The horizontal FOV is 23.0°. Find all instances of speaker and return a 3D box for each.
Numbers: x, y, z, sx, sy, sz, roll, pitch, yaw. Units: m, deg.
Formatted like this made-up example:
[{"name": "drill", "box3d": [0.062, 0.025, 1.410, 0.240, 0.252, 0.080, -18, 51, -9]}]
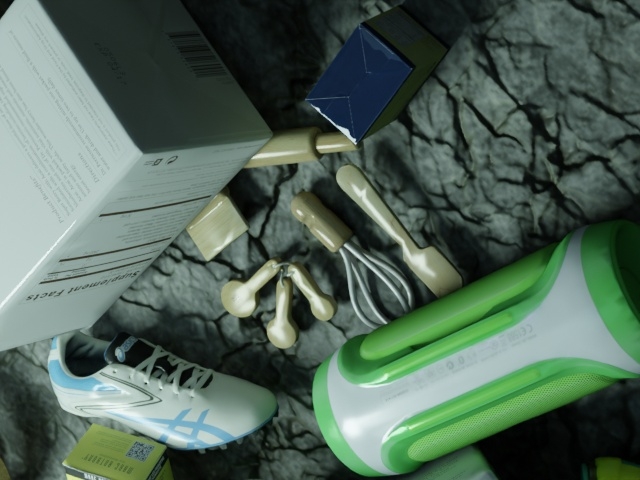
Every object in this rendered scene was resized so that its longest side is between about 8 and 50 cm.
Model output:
[{"name": "speaker", "box3d": [0.138, 0.091, 1.257, 0.296, 0.131, 0.131, -28, 94, 32]}]

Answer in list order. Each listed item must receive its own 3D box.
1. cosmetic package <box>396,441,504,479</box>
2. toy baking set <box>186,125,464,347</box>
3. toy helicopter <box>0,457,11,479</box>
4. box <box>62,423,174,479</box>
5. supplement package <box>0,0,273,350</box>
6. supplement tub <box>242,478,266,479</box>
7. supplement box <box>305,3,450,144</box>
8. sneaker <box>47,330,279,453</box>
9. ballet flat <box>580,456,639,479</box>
[{"name": "cosmetic package", "box3d": [0.107, 0.269, 1.278, 0.151, 0.184, 0.151, -33, 90, 2]}, {"name": "toy baking set", "box3d": [-0.003, -0.006, 1.356, 0.256, 0.030, 0.197, -9, 107, 30]}, {"name": "toy helicopter", "box3d": [-0.413, 0.301, 1.641, 0.235, 0.140, 0.355, 38, 132, 0]}, {"name": "box", "box3d": [-0.173, 0.281, 1.484, 0.087, 0.058, 0.232, 12, 133, 24]}, {"name": "supplement package", "box3d": [-0.220, -0.059, 1.343, 0.293, 0.175, 0.177, -44, 73, 32]}, {"name": "supplement tub", "box3d": [-0.044, 0.385, 1.326, 0.228, 0.228, 0.316, -50, 60, 31]}, {"name": "supplement box", "box3d": [0.046, -0.133, 1.249, 0.056, 0.083, 0.083, 42, 121, 8]}, {"name": "sneaker", "box3d": [-0.150, 0.133, 1.443, 0.237, 0.085, 0.086, 9, 127, 25]}, {"name": "ballet flat", "box3d": [0.248, 0.288, 1.310, 0.077, 0.077, 0.231, 2, 109, 1]}]
